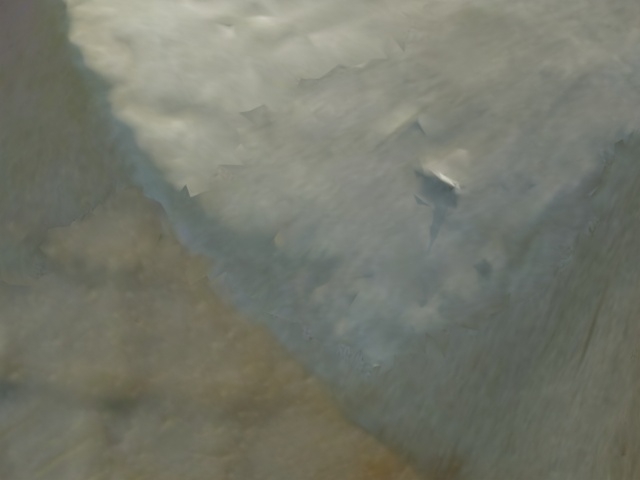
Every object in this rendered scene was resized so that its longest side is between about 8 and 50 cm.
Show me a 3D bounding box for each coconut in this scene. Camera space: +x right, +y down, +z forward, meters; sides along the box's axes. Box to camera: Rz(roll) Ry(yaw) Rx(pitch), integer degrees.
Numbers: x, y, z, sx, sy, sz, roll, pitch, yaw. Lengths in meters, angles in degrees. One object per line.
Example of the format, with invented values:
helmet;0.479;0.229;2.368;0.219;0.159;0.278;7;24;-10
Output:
coconut;0.000;0.000;0.588;0.329;0.328;0.329;6;31;-3
